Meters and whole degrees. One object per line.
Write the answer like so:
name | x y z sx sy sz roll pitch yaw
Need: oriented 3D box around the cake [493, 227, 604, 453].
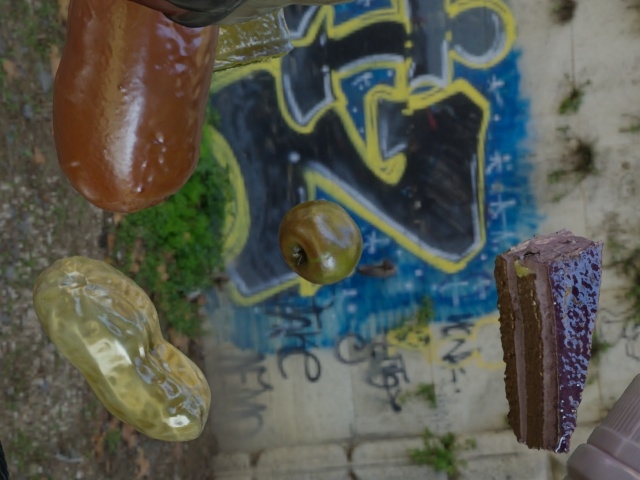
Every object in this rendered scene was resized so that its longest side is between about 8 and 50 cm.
cake | 0.286 0.129 1.111 0.116 0.113 0.295 -170 -96 -66

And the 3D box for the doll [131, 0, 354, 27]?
doll | -0.122 -0.206 0.445 0.174 0.330 0.234 -30 -121 49

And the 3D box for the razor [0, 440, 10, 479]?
razor | -0.362 0.149 0.751 0.327 0.107 0.189 35 -29 45

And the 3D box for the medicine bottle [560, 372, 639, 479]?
medicine bottle | 0.163 0.210 0.482 0.249 0.133 0.133 -55 174 -4

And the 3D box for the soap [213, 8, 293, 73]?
soap | -0.161 -0.298 1.171 0.076 0.233 0.134 -162 -121 -81

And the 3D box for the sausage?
sausage | -0.157 -0.146 0.727 0.133 0.133 0.258 -90 -166 -67

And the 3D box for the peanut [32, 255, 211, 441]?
peanut | -0.265 0.151 1.156 0.305 0.147 0.147 58 8 -12

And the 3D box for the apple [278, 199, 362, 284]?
apple | 0.000 0.000 0.865 0.089 0.074 0.089 43 -21 21
